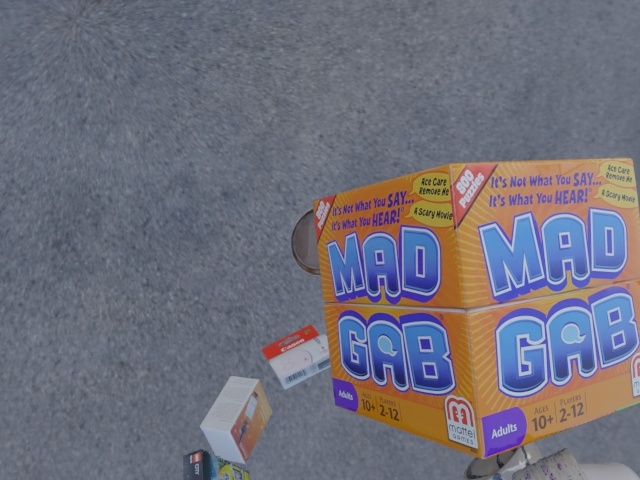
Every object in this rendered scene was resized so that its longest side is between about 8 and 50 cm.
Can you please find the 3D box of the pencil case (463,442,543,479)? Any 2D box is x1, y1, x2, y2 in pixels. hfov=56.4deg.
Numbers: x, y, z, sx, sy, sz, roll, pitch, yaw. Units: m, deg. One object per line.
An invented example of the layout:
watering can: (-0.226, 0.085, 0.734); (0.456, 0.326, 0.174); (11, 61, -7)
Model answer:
pencil case: (0.467, 0.555, 1.152); (0.160, 0.183, 0.410); (-44, 78, -2)

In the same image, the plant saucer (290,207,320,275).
plant saucer: (0.000, 0.000, 1.421); (0.168, 0.029, 0.168); (-5, 100, -27)

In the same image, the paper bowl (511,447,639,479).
paper bowl: (0.380, 0.404, 0.761); (0.148, 0.284, 0.284); (-30, 119, 10)

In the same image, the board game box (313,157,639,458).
board game box: (0.241, 0.080, 0.942); (0.356, 0.356, 0.356); (-6, 89, -29)

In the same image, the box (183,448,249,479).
box: (-0.179, 0.510, 1.062); (0.044, 0.233, 0.159); (-25, 137, 15)

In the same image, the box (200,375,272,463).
box: (-0.212, 0.459, 1.537); (0.091, 0.170, 0.130); (1, 126, 24)

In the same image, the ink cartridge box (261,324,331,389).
ink cartridge box: (-0.071, 0.331, 1.808); (0.189, 0.232, 0.066); (-25, 123, -14)
